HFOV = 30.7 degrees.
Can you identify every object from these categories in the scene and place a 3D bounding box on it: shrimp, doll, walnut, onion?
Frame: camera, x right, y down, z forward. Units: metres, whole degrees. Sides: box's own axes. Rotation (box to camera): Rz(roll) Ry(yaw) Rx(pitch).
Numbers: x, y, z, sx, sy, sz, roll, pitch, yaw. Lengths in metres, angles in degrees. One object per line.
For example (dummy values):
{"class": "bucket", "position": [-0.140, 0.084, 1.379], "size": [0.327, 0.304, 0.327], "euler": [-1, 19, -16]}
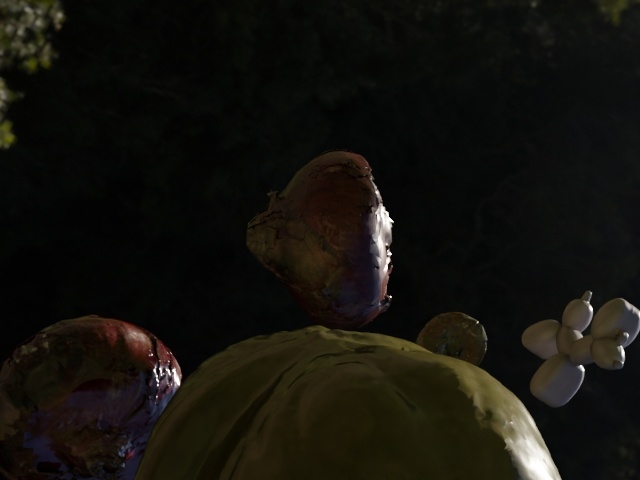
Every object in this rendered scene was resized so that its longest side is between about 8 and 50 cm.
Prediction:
{"class": "shrimp", "position": [0.176, 0.175, 1.655], "size": [0.042, 0.101, 0.190], "euler": [77, 29, -46]}
{"class": "doll", "position": [0.324, 0.127, 1.440], "size": [0.160, 0.059, 0.161], "euler": [-45, -159, 26]}
{"class": "walnut", "position": [0.014, 0.189, 0.680], "size": [0.282, 0.253, 0.277], "euler": [-22, 106, -87]}
{"class": "onion", "position": [-0.280, 0.214, 1.416], "size": [0.252, 0.252, 0.219], "euler": [-63, -148, 8]}
{"class": "onion", "position": [0.000, 0.000, 1.162], "size": [0.184, 0.147, 0.184], "euler": [-179, -90, -88]}
